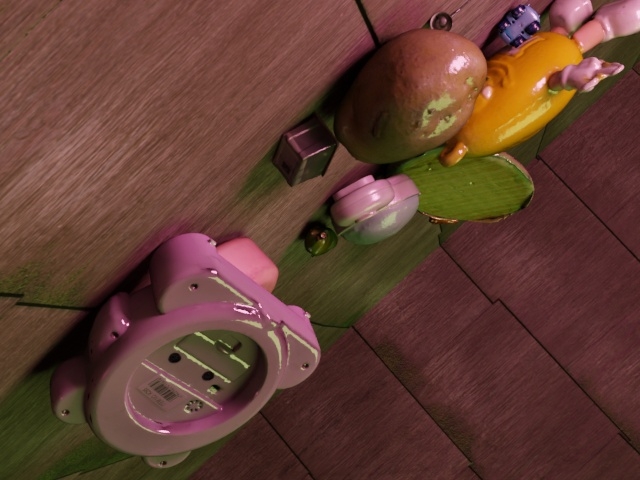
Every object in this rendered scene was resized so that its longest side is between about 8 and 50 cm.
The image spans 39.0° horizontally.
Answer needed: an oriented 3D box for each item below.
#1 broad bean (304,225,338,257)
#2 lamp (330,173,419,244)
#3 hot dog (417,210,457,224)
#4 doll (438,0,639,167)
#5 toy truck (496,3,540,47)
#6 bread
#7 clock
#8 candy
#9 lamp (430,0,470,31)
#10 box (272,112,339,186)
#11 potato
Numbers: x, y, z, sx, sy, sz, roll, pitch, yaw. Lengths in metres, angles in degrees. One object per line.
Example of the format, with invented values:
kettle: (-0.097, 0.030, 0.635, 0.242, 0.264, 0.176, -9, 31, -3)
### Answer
broad bean: (0.000, 0.000, 1.780, 0.070, 0.048, 0.213, -42, 172, -4)
lamp: (0.104, -0.055, 1.726, 0.179, 0.108, 0.246, -32, 169, 15)
hot dog: (0.276, -0.129, 1.945, 0.349, 0.158, 0.117, 113, -15, -64)
doll: (0.401, -0.300, 1.601, 0.348, 0.161, 0.423, -20, -155, 41)
toy truck: (0.348, -0.377, 1.565, 0.073, 0.056, 0.090, -40, -174, 33)
bread: (0.281, -0.115, 1.798, 0.301, 0.301, 0.045, 112, -9, -65)
clock: (-0.192, 0.172, 1.272, 0.322, 0.113, 0.295, -40, 129, 12)
candy: (-0.182, 0.104, 1.428, 0.255, 0.094, 0.255, -41, 169, -10)
lamp: (0.206, -0.335, 1.282, 0.121, 0.041, 0.054, -42, 177, 11)
box: (-0.023, -0.121, 1.241, 0.063, 0.060, 0.084, -27, 163, -29)
potato: (0.117, -0.192, 1.221, 0.235, 0.160, 0.178, -38, 152, 31)
